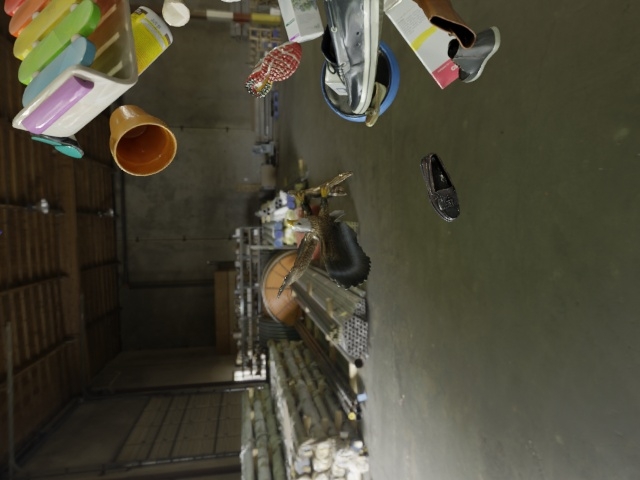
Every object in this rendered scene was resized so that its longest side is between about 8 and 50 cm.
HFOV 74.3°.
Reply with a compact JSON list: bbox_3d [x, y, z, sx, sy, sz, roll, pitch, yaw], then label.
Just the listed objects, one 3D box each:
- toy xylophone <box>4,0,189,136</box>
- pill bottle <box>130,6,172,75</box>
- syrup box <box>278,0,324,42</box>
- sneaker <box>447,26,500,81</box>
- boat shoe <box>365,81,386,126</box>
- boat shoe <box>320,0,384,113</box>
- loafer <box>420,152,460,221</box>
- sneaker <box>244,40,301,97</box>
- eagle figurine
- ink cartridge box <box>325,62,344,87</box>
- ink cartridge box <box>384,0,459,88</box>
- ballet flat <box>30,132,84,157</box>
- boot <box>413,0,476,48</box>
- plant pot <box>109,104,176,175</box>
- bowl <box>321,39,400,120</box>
[{"bbox_3d":[-0.281,-0.283,0.509,0.081,0.236,0.323,24,-144,-58],"label":"toy xylophone"},{"bbox_3d":[-0.526,-0.535,1.177,0.215,0.117,0.117,-52,4,-12],"label":"pill bottle"},{"bbox_3d":[-0.077,-0.783,1.385,0.096,0.093,0.237,20,131,61],"label":"syrup box"},{"bbox_3d":[0.401,-0.516,1.189,0.222,0.118,0.083,93,167,-81],"label":"sneaker"},{"bbox_3d":[0.192,-0.496,1.542,0.056,0.048,0.153,37,111,49],"label":"boat shoe"},{"bbox_3d":[0.084,-0.534,1.148,0.500,0.155,0.187,73,-155,-72],"label":"boat shoe"},{"bbox_3d":[0.505,-0.226,1.773,0.095,0.109,0.303,108,141,-82],"label":"loafer"},{"bbox_3d":[-0.141,-0.516,1.238,0.225,0.088,0.093,-18,49,41],"label":"sneaker"},{"bbox_3d":[-0.009,-0.001,1.077,0.226,0.225,0.299,139,127,-64],"label":"eagle figurine"},{"bbox_3d":[0.093,-0.679,1.679,0.212,0.093,0.155,-24,-61,-74],"label":"ink cartridge box"},{"bbox_3d":[0.399,-0.817,1.598,0.160,0.384,0.279,-32,39,29],"label":"ink cartridge box"},{"bbox_3d":[-0.760,-0.301,1.237,0.203,0.074,0.074,63,-155,-84],"label":"ballet flat"},{"bbox_3d":[0.216,-0.574,0.981,0.096,0.264,0.281,-41,44,40],"label":"boot"},{"bbox_3d":[-0.626,-0.359,1.441,0.188,0.205,0.205,50,148,30],"label":"plant pot"},{"bbox_3d":[0.180,-0.772,2.022,0.077,0.390,0.392,-31,-52,-60],"label":"bowl"}]
